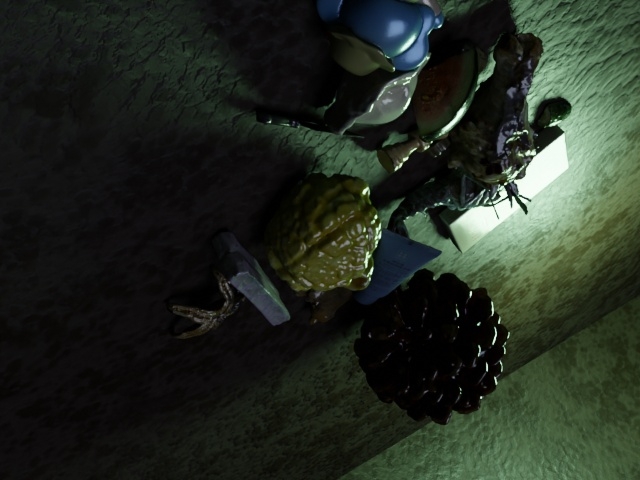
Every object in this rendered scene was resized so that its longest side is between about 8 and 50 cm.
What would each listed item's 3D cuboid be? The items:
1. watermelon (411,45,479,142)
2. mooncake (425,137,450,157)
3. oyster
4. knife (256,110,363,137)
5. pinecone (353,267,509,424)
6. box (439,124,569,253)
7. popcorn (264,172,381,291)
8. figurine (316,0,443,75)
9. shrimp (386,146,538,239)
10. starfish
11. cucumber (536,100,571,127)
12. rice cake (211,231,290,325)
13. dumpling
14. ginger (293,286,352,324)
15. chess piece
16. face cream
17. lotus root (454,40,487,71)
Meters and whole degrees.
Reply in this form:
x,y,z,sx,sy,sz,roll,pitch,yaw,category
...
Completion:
x,y,z,sx,sy,sz,roll,pitch,yaw,category
0.247,-0.278,1.718,0.145,0.193,0.137,-19,117,22,watermelon
0.159,-0.091,1.993,0.347,0.057,0.150,-53,180,39,mooncake
0.388,-0.269,1.906,0.197,0.133,0.337,8,113,-14,oyster
-0.013,-0.202,1.615,0.245,0.072,0.019,0,108,-50,knife
0.275,0.251,2.329,0.397,0.398,0.398,-29,151,-18,pinecone
0.469,-0.128,2.314,0.365,0.051,0.204,-39,153,0,box
0.000,0.000,1.822,0.225,0.174,0.286,-15,141,-13,popcorn
0.121,-0.370,1.430,0.262,0.154,0.180,-37,146,14,figurine
0.331,-0.103,2.094,0.410,0.166,0.221,-17,-177,-10,shrimp
-0.242,0.142,1.859,0.190,0.074,0.146,-42,158,11,starfish
0.572,-0.301,2.196,0.107,0.035,0.067,-19,145,-36,cucumber
-0.140,0.080,1.847,0.050,0.106,0.298,-28,153,3,rice cake
0.087,-0.249,1.564,0.229,0.124,0.151,-32,-161,35,dumpling
0.013,0.095,2.078,0.166,0.080,0.333,-44,158,-18,ginger
0.198,-0.204,1.874,0.172,0.060,0.060,-33,152,-18,chess piece
0.152,0.063,2.085,0.385,0.135,0.086,123,-12,-66,face cream
0.289,-0.354,1.764,0.054,0.049,0.099,-45,146,16,lotus root
